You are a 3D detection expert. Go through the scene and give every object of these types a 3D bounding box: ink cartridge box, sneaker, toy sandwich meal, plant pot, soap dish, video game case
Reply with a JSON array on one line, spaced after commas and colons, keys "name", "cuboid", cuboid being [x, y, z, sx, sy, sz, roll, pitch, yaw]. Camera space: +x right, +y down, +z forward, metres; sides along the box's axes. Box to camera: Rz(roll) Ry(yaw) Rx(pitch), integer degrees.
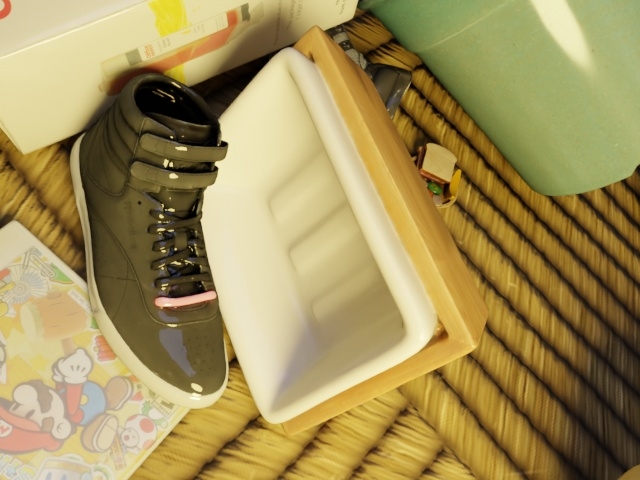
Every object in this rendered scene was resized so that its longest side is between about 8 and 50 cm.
[{"name": "ink cartridge box", "cuboid": [-0.184, -0.298, 0.613, 0.385, 0.160, 0.279, -28, 77, -16]}, {"name": "sneaker", "cuboid": [0.021, -0.222, 0.770, 0.153, 0.101, 0.268, 5, 66, -25]}, {"name": "toy sandwich meal", "cuboid": [0.143, -0.080, 0.788, 0.086, 0.029, 0.085, 11, 59, -20]}, {"name": "plant pot", "cuboid": [0.276, -0.256, 0.758, 0.334, 0.341, 0.341, 50, 52, -17]}, {"name": "sneaker", "cuboid": [-0.129, -0.014, 0.536, 0.105, 0.147, 0.295, -3, 61, -43]}, {"name": "soap dish", "cuboid": [0.000, 0.000, 0.568, 0.118, 0.229, 0.290, -6, 66, -46]}, {"name": "video game case", "cuboid": [-0.243, 0.120, 0.499, 0.227, 0.026, 0.206, 42, 54, 1]}]

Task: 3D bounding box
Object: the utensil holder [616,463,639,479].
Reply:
[{"name": "utensil holder", "cuboid": [0.357, 0.398, 0.456, 0.328, 0.327, 0.385, 30, 52, -8]}]
